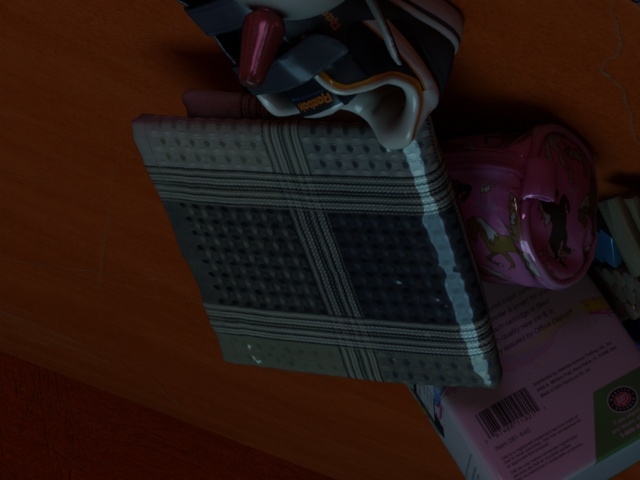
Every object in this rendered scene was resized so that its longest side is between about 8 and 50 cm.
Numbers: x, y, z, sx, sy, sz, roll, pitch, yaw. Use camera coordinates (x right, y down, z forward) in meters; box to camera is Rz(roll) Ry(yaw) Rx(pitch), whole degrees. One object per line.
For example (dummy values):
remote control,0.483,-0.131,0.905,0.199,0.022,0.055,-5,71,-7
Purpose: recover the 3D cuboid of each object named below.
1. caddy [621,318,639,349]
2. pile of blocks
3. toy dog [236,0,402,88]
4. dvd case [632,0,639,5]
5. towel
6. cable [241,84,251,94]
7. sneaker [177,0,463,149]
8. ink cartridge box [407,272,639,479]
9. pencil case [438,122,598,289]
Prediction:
caddy,0.301,0.128,2.200,0.341,0.179,0.241,13,-173,2
pile of blocks,0.343,0.005,1.922,0.112,0.149,0.362,-27,-174,-18
toy dog,-0.010,-0.174,1.290,0.220,0.161,0.333,17,-176,25
dvd case,0.212,-0.221,1.105,0.238,0.179,0.029,22,-178,-29
towel,0.000,0.000,1.810,0.324,0.056,0.312,4,129,31
cable,0.010,-0.143,1.744,0.184,0.047,0.150,20,162,-20
sneaker,-0.024,-0.177,1.527,0.321,0.127,0.126,24,162,-29
ink cartridge box,0.201,0.127,1.970,0.201,0.278,0.117,-28,159,-12
pencil case,0.080,-0.034,1.867,0.386,0.160,0.167,2,-166,34
